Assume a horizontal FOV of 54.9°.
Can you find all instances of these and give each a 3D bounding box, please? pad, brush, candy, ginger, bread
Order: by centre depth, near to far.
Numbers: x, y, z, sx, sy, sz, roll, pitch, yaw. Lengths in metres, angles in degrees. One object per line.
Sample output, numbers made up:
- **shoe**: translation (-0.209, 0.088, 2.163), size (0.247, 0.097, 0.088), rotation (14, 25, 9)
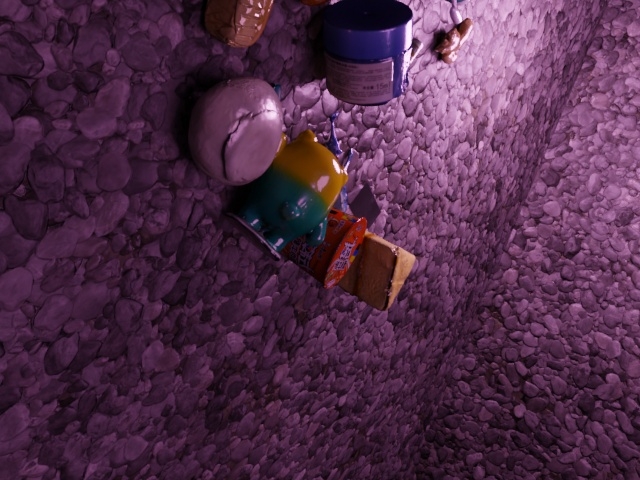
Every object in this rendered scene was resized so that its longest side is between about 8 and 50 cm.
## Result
- **bread**: translation (-0.175, -0.558, 1.394), size (0.106, 0.140, 0.237), rotation (-4, 117, -55)
- **candy**: translation (-0.208, -0.273, 1.503), size (0.295, 0.185, 0.296), rotation (-50, 159, -27)
- **brush**: translation (-0.134, -0.344, 1.690), size (0.043, 0.032, 0.193), rotation (-37, 150, -39)
- **bread**: translation (0.157, 0.094, 2.150), size (0.198, 0.263, 0.236), rotation (26, 92, -53)
- **ginger**: translation (0.487, -0.728, 2.216), size (0.214, 0.059, 0.133), rotation (-56, 149, -7)
- **pad**: translation (0.165, -0.114, 2.248), size (0.116, 0.004, 0.193), rotation (-53, 143, -16)

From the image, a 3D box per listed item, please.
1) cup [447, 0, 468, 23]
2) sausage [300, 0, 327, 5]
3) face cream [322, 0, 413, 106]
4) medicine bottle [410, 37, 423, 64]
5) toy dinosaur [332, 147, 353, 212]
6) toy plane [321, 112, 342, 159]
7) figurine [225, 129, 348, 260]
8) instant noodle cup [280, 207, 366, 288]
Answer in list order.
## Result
- **cup**: translation (0.438, -0.848, 1.989), size (0.173, 0.167, 0.300), rotation (15, 74, -63)
- **sausage**: translation (0.048, -0.720, 1.635), size (0.302, 0.076, 0.103), rotation (-53, 136, -17)
- **face cream**: translation (0.130, -0.528, 1.721), size (0.249, 0.249, 0.225), rotation (-37, 143, -33)
- **medicine bottle**: translation (0.302, -0.627, 2.051), size (0.083, 0.047, 0.047), rotation (-56, 145, -9)
- **toy dinosaur**: translation (0.048, -0.140, 2.018), size (0.144, 0.076, 0.329), rotation (-11, 110, -57)
- **toy plane**: translation (0.042, -0.312, 1.910), size (0.054, 0.062, 0.167), rotation (-23, 119, -43)
- **figurine**: translation (-0.080, -0.129, 1.713), size (0.323, 0.231, 0.340), rotation (43, 79, -19)
- **instant noodle cup**: translation (0.000, 0.000, 1.897), size (0.250, 0.192, 0.250), rotation (-53, 162, -26)
